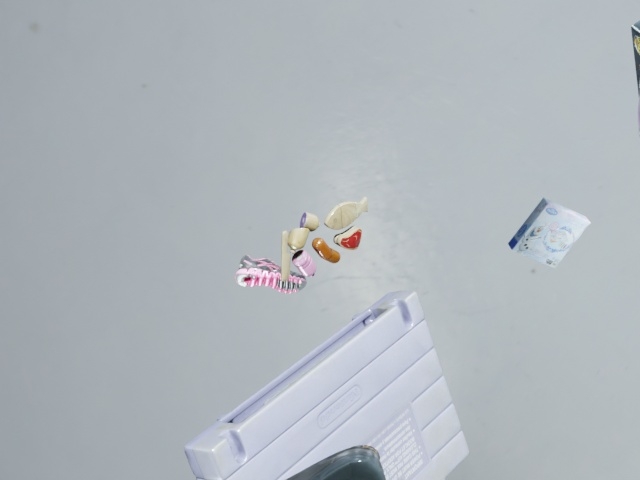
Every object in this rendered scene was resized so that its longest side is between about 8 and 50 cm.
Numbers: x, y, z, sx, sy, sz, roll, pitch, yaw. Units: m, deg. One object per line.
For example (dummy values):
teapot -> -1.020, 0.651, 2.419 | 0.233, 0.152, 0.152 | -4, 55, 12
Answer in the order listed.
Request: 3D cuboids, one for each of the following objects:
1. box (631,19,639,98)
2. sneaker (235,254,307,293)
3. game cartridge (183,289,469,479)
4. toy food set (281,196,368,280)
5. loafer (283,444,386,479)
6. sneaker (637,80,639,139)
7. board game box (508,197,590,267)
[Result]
box -> 0.540, -0.282, 1.710 | 0.220, 0.175, 0.051 | -34, 50, -7
sneaker -> -0.080, 0.051, 2.024 | 0.119, 0.057, 0.047 | 11, 136, -10
game cartridge -> 0.021, 0.232, 1.332 | 0.068, 0.355, 0.230 | 1, 114, 42
toy food set -> 0.000, 0.000, 1.309 | 0.019, 0.122, 0.078 | 24, 121, 43
loafer -> -0.016, 0.237, 1.096 | 0.170, 0.061, 0.062 | -27, 100, 10
sneaker -> 0.347, -0.142, 1.070 | 0.102, 0.282, 0.161 | -7, 102, -11
board game box -> 0.337, -0.011, 1.811 | 0.090, 0.090, 0.020 | -54, 34, 22
